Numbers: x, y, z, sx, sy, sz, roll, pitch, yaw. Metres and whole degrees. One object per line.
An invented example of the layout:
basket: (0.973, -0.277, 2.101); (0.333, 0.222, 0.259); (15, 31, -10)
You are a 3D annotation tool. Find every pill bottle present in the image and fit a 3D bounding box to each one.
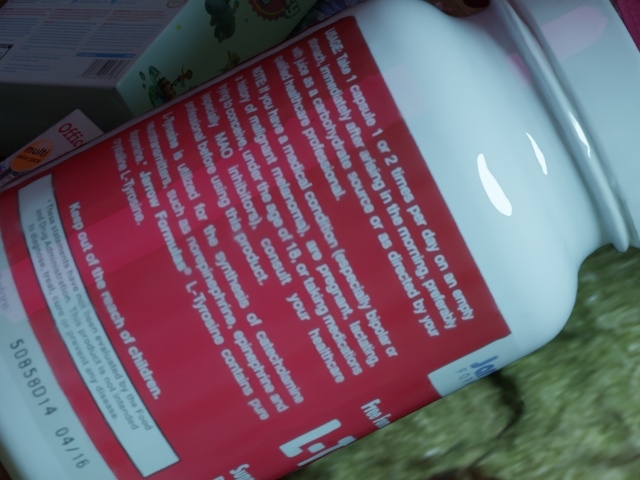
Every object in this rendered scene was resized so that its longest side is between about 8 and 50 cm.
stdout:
pill bottle: (0.000, 0.000, 1.040); (0.407, 0.229, 0.229); (-27, 36, 5)

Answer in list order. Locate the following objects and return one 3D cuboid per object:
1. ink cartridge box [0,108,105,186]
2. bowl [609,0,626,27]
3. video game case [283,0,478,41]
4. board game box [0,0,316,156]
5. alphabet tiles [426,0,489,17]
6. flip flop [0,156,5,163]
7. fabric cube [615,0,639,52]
ink cartridge box: (-0.185, 0.021, 1.229); (0.176, 0.127, 0.128); (-37, 36, -10)
bowl: (0.215, -0.142, 1.191); (0.142, 0.053, 0.142); (1, 43, 20)
video game case: (0.000, -0.125, 1.353); (0.248, 0.035, 0.275); (-5, 43, 31)
board game box: (-0.125, -0.194, 1.415); (0.224, 0.097, 0.303); (9, 53, 42)
alphabet tiles: (0.060, -0.090, 1.231); (0.237, 0.009, 0.198); (-24, 45, -9)
flip flop: (-0.307, -0.006, 1.383); (0.112, 0.080, 0.277); (-19, 35, 15)
fabric cube: (0.342, -0.148, 0.952); (0.254, 0.259, 0.258); (18, 58, 45)
